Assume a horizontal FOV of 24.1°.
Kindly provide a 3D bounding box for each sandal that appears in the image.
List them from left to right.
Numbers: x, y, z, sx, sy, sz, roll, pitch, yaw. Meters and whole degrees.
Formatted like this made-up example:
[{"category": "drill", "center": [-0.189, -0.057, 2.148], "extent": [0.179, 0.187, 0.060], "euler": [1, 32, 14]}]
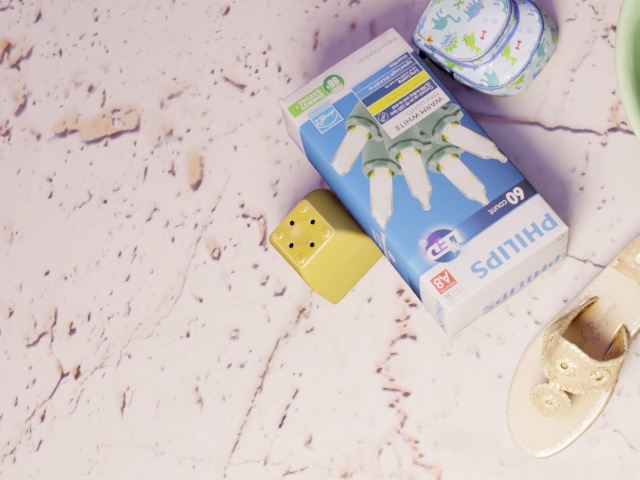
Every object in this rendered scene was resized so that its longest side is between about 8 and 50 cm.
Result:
[{"category": "sandal", "center": [0.229, 0.082, 1.291], "extent": [0.088, 0.079, 0.240], "euler": [41, 98, 25]}]

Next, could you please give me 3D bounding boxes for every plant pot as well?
[{"category": "plant pot", "center": [0.000, 0.000, 1.408], "extent": [0.081, 0.083, 0.081], "euler": [-47, 66, 9]}]

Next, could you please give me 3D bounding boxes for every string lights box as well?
[{"category": "string lights box", "center": [0.092, -0.055, 1.360], "extent": [0.133, 0.077, 0.260], "euler": [-35, 67, -9]}]

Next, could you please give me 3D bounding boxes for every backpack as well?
[{"category": "backpack", "center": [0.150, -0.190, 1.374], "extent": [0.114, 0.084, 0.105], "euler": [38, 99, 22]}]

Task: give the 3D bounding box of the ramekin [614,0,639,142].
[{"category": "ramekin", "center": [0.404, -0.145, 1.215], "extent": [0.303, 0.148, 0.303], "euler": [-4, 79, 23]}]
